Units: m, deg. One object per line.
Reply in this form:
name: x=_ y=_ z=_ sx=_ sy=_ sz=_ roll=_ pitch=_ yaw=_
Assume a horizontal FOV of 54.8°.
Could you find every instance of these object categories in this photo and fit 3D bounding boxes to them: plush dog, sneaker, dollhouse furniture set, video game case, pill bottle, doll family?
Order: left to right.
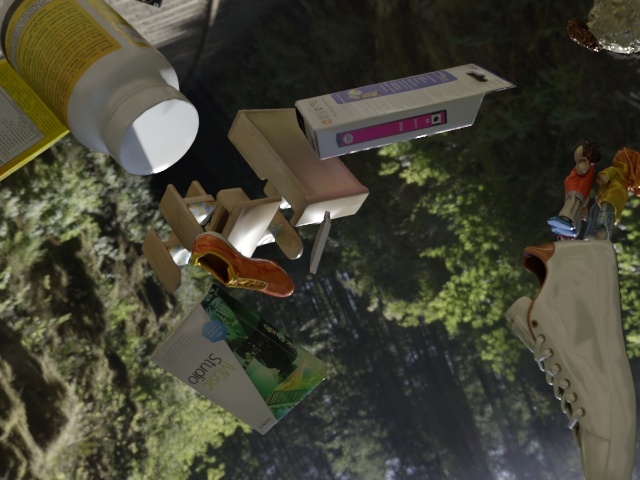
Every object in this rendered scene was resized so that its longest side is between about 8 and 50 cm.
pill bottle: x=-0.349 y=-0.259 z=0.982 sx=0.188 sy=0.334 sz=0.188 roll=-38 pitch=157 yaw=-19
sneaker: x=-0.120 y=0.052 z=0.940 sx=0.064 sy=0.175 sz=0.067 roll=-47 pitch=-153 yaw=37
dollhouse furniture set: x=-0.117 y=-0.043 z=1.315 sx=0.362 sy=0.256 sz=0.394 roll=-13 pitch=147 yaw=-44
video game case: x=0.000 y=0.000 z=1.051 sx=0.011 sy=0.087 sz=0.122 roll=18 pitch=-169 yaw=-4
sneaker: x=0.269 y=0.132 z=0.683 sx=0.123 sy=0.106 sz=0.290 roll=0 pitch=-123 yaw=12
doll family: x=0.425 y=-0.050 z=0.933 sx=0.118 sy=0.163 sz=0.263 roll=20 pitch=168 yaw=22
plush dog: x=0.555 y=-0.450 z=1.095 sx=0.262 sy=0.226 sz=0.210 roll=0 pitch=-167 yaw=32

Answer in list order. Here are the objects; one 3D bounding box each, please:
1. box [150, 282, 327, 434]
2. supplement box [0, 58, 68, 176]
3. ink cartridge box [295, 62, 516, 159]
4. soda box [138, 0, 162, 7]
box: x=-0.180 y=0.270 z=1.367 sx=0.232 sy=0.322 sz=0.058 roll=-47 pitch=-165 yaw=23
supplement box: x=-0.708 y=-0.249 z=1.343 sx=0.195 sy=0.194 sz=0.356 roll=-23 pitch=-157 yaw=34
ink cartridge box: x=0.149 y=-0.246 z=1.139 sx=0.370 sy=0.069 sz=0.176 roll=-15 pitch=-149 yaw=-5
soda box: x=-0.337 y=-0.542 z=1.222 sx=0.060 sy=0.169 sz=0.053 roll=8 pitch=146 yaw=-28
